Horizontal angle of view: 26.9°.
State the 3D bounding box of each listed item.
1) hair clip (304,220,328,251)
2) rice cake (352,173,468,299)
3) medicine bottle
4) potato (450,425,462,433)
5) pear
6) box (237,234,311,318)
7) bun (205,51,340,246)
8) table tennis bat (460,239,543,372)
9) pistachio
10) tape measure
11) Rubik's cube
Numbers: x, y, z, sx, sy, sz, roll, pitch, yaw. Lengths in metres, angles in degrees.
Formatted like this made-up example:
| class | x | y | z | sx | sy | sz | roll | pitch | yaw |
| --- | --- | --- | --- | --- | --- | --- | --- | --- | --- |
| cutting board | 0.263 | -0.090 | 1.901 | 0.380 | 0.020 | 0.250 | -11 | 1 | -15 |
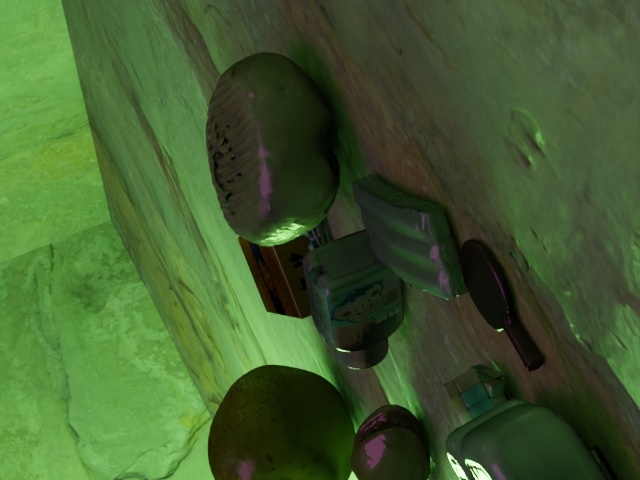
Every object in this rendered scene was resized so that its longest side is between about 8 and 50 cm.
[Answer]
| class | x | y | z | sx | sy | sz | roll | pitch | yaw |
| --- | --- | --- | --- | --- | --- | --- | --- | --- | --- |
| hair clip | 0.000 | 0.000 | 2.065 | 0.172 | 0.049 | 0.049 | 69 | 165 | -9 |
| rice cake | 0.108 | -0.004 | 1.659 | 0.237 | 0.043 | 0.127 | 30 | 142 | 68 |
| medicine bottle | 0.048 | 0.089 | 1.852 | 0.094 | 0.119 | 0.188 | 54 | 160 | 43 |
| potato | 0.229 | 0.287 | 1.643 | 0.198 | 0.054 | 0.119 | 9 | 117 | 67 |
| pear | -0.069 | 0.361 | 2.390 | 0.294 | 0.294 | 0.294 | 59 | 163 | 30 |
| box | -0.064 | 0.051 | 2.304 | 0.152 | 0.070 | 0.237 | 68 | 167 | -5 |
| bun | -0.062 | -0.126 | 1.854 | 0.273 | 0.168 | 0.272 | 168 | 90 | -68 |
| table tennis bat | 0.154 | 0.090 | 1.485 | 0.107 | 0.119 | 0.170 | 89 | 156 | -56 |
| pistachio | 0.108 | 0.320 | 2.011 | 0.124 | 0.124 | 0.185 | 58 | 157 | 33 |
| tape measure | 0.250 | 0.292 | 1.436 | 0.243 | 0.125 | 0.246 | 60 | 168 | 1 |
| Rubik's cube | 0.194 | 0.185 | 1.588 | 0.075 | 0.073 | 0.084 | 59 | -171 | 4 |
